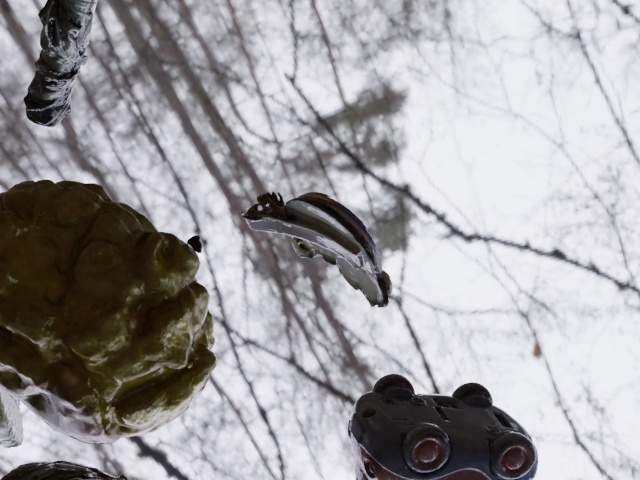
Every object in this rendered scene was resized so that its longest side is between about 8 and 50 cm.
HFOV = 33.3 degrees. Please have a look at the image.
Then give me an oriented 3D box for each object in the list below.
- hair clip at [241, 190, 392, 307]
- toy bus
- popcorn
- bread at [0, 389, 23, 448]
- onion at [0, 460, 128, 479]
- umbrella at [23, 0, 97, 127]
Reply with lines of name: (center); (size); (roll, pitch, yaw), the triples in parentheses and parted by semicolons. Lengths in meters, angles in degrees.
hair clip: (0.000, -0.001, 1.084); (0.172, 0.116, 0.049); (26, -116, 29)
toy bus: (0.177, 0.352, 1.630); (0.294, 0.232, 0.197); (7, -163, -17)
popcorn: (-0.175, 0.051, 0.802); (0.218, 0.189, 0.169); (39, -106, 11)
bread: (-0.310, 0.097, 0.984); (0.036, 0.193, 0.112); (-10, 172, -8)
onion: (-0.320, 0.461, 1.475); (0.353, 0.353, 0.353); (-16, -143, 13)
umbrella: (-0.234, -0.176, 0.971); (0.046, 0.188, 0.050); (37, -136, 3)
